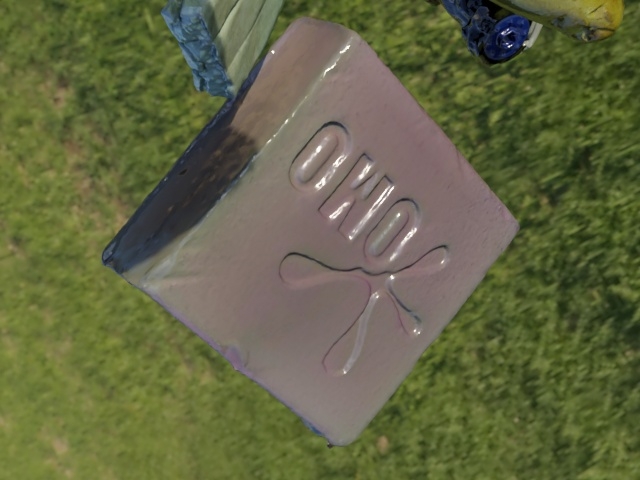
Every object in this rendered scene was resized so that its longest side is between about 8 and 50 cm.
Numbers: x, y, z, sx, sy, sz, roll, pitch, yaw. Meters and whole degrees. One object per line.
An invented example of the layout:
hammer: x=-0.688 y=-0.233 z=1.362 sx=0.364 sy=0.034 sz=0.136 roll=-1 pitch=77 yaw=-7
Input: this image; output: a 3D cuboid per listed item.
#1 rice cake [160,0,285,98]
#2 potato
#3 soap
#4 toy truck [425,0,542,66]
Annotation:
rice cake: x=-0.057 y=-0.224 z=0.938 sx=0.038 sy=0.211 sz=0.124 roll=13 pitch=155 yaw=18
potato: x=0.174 y=-0.231 z=0.971 sx=0.188 sy=0.105 sz=0.085 roll=29 pitch=142 yaw=-11
soap: x=0.000 y=0.000 z=1.045 sx=0.296 sy=0.285 sz=0.107 roll=42 pitch=173 yaw=-36
toy truck: x=0.198 y=-0.298 z=1.177 sx=0.161 sy=0.177 sz=0.213 roll=57 pitch=158 yaw=36
